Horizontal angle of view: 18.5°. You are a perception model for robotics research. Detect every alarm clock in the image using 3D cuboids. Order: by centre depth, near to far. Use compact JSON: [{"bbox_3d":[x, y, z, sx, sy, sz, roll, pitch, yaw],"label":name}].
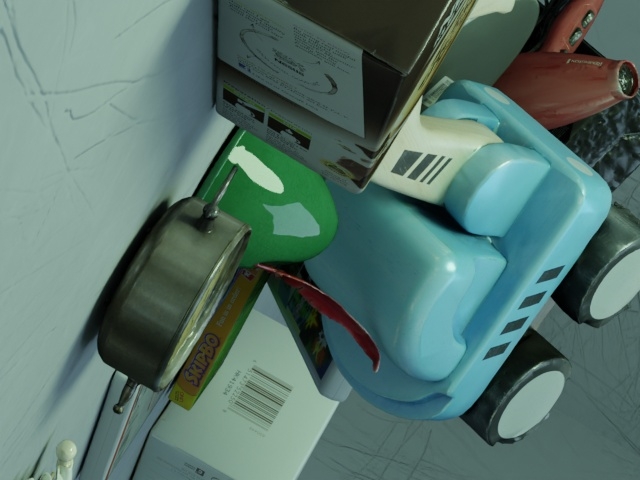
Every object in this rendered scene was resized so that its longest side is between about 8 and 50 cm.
[{"bbox_3d":[-0.094,0.020,1.317,0.192,0.064,0.129,-60,178,38],"label":"alarm clock"}]

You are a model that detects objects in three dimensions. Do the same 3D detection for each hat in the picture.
[{"bbox_3d":[0.000,0.000,1.532,0.173,0.183,0.208,-59,177,8],"label":"hat"}]

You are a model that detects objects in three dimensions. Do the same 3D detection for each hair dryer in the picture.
[{"bbox_3d":[0.226,-0.197,1.950,0.223,0.080,0.293,-42,-148,5],"label":"hair dryer"}]

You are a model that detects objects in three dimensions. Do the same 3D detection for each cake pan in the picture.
[{"bbox_3d":[0.087,-0.150,1.785,0.293,0.054,0.293,-37,166,-11],"label":"cake pan"}]

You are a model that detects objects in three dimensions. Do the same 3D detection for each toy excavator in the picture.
[{"bbox_3d":[0.096,-0.041,1.627,0.445,0.222,0.433,5,123,-53],"label":"toy excavator"}]

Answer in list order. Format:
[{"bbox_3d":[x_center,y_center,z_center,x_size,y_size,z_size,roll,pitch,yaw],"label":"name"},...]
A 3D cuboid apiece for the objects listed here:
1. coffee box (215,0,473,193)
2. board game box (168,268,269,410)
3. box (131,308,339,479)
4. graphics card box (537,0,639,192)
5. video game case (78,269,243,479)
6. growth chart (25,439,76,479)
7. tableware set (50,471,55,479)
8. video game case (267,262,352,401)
[{"bbox_3d":[0.028,-0.153,1.169,0.168,0.119,0.297,-59,177,-10],"label":"coffee box"},{"bbox_3d":[-0.082,0.053,2.109,0.259,0.039,0.124,-59,179,25],"label":"board game box"},{"bbox_3d":[-0.114,0.268,2.350,0.215,0.168,0.345,-58,176,-36],"label":"box"},{"bbox_3d":[0.193,-0.134,2.084,0.233,0.094,0.371,-45,-149,6],"label":"graphics card box"},{"bbox_3d":[-0.119,0.067,1.726,0.285,0.025,0.204,-58,176,-36],"label":"video game case"},{"bbox_3d":[-0.230,0.246,1.378,0.237,0.021,0.172,-55,164,-49],"label":"growth chart"},{"bbox_3d":[-0.246,0.259,1.492,0.141,0.020,0.168,-60,177,-39],"label":"tableware set"},{"bbox_3d":[0.044,-0.033,2.058,0.300,0.036,0.329,-61,-156,16],"label":"video game case"}]
